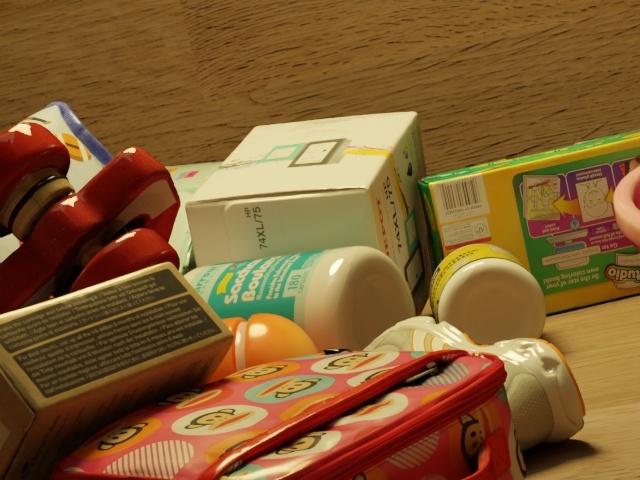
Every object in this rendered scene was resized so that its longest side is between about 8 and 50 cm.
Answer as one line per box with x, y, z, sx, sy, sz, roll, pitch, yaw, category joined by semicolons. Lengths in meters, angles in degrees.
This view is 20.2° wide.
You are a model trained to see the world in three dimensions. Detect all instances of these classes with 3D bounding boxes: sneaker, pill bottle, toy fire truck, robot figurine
0.080;0.124;1.409;0.121;0.099;0.262;-22;9;-31;sneaker
0.160;0.058;1.756;0.103;0.103;0.184;-12;6;1;pill bottle
-0.235;0.060;1.480;0.302;0.169;0.254;-45;-15;-12;toy fire truck
-0.090;0.132;1.507;0.219;0.128;0.158;-12;-29;10;robot figurine
-0.051;0.089;1.708;0.264;0.146;0.146;-8;8;35;pill bottle

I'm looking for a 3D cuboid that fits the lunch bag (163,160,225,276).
-0.184;0.001;2.250;0.223;0.160;0.262;-3;21;35;lunch bag

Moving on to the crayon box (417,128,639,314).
0.258;-0.013;1.910;0.278;0.165;0.081;-12;7;-3;crayon box

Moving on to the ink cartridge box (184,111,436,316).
0.000;0.000;1.910;0.197;0.198;0.270;-5;19;16;ink cartridge box

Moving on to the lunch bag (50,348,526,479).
-0.004;0.160;1.198;0.258;0.120;0.293;-1;14;41;lunch bag

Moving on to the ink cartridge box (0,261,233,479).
-0.195;0.139;1.290;0.193;0.088;0.235;-17;-31;-47;ink cartridge box

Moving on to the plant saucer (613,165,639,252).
0.452;-0.020;1.734;0.332;0.084;0.332;-7;19;2;plant saucer

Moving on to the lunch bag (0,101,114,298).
-0.409;0.062;1.990;0.385;0.239;0.328;-40;6;29;lunch bag
